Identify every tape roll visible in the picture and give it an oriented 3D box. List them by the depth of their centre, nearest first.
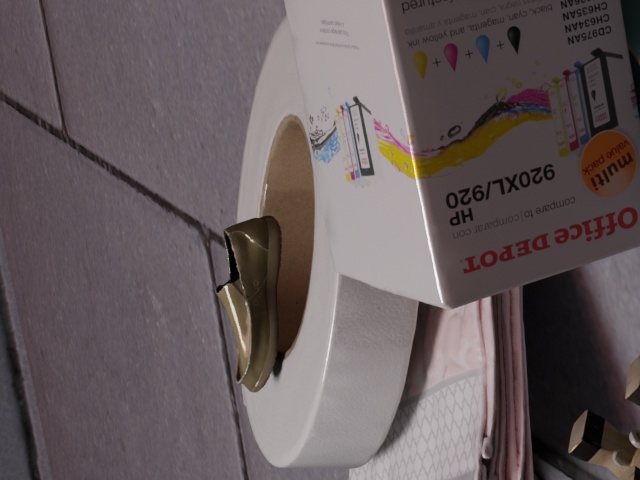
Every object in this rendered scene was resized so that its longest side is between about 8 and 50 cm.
[{"bbox_3d":[0.000,0.000,1.673,0.392,0.072,0.392,-178,90,-76],"label":"tape roll"}]

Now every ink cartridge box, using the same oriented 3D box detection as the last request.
[{"bbox_3d":[0.096,-0.095,1.326,0.168,0.171,0.232,18,122,65],"label":"ink cartridge box"}]

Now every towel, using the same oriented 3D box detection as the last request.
[{"bbox_3d":[0.080,0.076,1.607,0.332,0.053,0.316,140,131,-67],"label":"towel"}]

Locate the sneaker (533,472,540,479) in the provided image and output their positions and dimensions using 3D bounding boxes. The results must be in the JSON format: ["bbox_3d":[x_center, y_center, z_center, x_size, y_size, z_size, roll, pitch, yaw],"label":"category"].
[{"bbox_3d":[0.156,0.279,1.638,0.115,0.090,0.232,106,143,-60],"label":"sneaker"}]

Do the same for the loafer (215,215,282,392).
[{"bbox_3d":[-0.062,0.052,1.661,0.056,0.050,0.148,162,111,-76],"label":"loafer"}]

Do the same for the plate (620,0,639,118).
[{"bbox_3d":[0.204,-0.083,1.338,0.188,0.024,0.188,48,147,48],"label":"plate"}]

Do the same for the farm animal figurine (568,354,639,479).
[{"bbox_3d":[0.223,0.224,1.211,0.330,0.172,0.326,-45,21,57],"label":"farm animal figurine"}]
